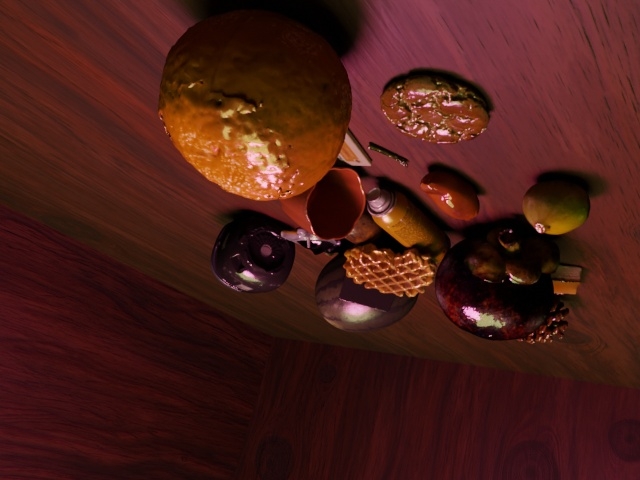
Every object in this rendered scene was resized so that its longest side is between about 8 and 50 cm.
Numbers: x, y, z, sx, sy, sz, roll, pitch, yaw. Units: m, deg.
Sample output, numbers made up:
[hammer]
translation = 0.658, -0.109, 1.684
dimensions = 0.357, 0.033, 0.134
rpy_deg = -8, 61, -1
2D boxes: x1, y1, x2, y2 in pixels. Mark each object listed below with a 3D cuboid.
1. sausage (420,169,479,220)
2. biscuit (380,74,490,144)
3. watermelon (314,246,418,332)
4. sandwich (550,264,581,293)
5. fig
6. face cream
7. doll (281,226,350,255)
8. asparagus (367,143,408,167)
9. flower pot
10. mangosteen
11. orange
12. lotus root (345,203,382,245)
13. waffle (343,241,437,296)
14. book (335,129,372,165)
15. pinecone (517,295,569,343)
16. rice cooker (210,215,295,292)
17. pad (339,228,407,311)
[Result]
[sausage]
translation = 0.306, -0.111, 1.606
dimensions = 0.179, 0.089, 0.089
rpy_deg = 31, 157, -33
[biscuit]
translation = 0.219, -0.247, 1.318
dimensions = 0.226, 0.042, 0.226
rpy_deg = 13, 163, 4
[watermelon]
translation = 0.159, 0.150, 2.163
dimensions = 0.360, 0.278, 0.279
rpy_deg = -19, 155, 7
[sandwich]
translation = 0.664, 0.113, 2.012
dimensions = 0.193, 0.058, 0.162
rpy_deg = 7, 162, 17
[fig]
translation = 0.514, -0.073, 1.485
dimensions = 0.153, 0.120, 0.136
rpy_deg = -4, 162, -17
[face cream]
translation = 0.229, -0.046, 1.815
dimensions = 0.105, 0.104, 0.349
rpy_deg = 1, 158, 38
[doll]
translation = 0.004, -0.001, 2.144
dimensions = 0.146, 0.103, 0.316
rpy_deg = 28, 178, 26
[asparagus]
translation = 0.158, -0.196, 1.564
dimensions = 0.114, 0.014, 0.015
rpy_deg = 23, 140, -19
[flower pot]
translation = -0.012, -0.106, 1.710
dimensions = 0.191, 0.190, 0.173
rpy_deg = 31, 172, -40
[mangosteen]
translation = 0.473, 0.114, 1.826
dimensions = 0.330, 0.330, 0.330
rpy_deg = 14, 162, 5
[orange]
translation = -0.106, -0.244, 1.196
dimensions = 0.341, 0.293, 0.340
rpy_deg = 27, 156, 13
[lotus root]
translation = 0.096, -0.058, 1.874
dimensions = 0.120, 0.120, 0.209
rpy_deg = -1, 158, 41
[waffle]
translation = 0.189, 0.077, 1.900
dimensions = 0.253, 0.056, 0.249
rpy_deg = 21, 147, -6
[book]
translation = -0.048, -0.233, 1.614
dimensions = 0.296, 0.020, 0.208
rpy_deg = 5, 160, 28
[pinecone]
translation = 0.702, 0.241, 2.182
dimensions = 0.212, 0.185, 0.169
rpy_deg = 10, -167, -33
[rice cooker]
translation = -0.223, 0.051, 2.258
dimensions = 0.267, 0.267, 0.224
rpy_deg = 23, 160, -22
[pad]
translation = 0.164, 0.070, 2.006
dimensions = 0.160, 0.264, 0.009
rpy_deg = 16, -170, 1
